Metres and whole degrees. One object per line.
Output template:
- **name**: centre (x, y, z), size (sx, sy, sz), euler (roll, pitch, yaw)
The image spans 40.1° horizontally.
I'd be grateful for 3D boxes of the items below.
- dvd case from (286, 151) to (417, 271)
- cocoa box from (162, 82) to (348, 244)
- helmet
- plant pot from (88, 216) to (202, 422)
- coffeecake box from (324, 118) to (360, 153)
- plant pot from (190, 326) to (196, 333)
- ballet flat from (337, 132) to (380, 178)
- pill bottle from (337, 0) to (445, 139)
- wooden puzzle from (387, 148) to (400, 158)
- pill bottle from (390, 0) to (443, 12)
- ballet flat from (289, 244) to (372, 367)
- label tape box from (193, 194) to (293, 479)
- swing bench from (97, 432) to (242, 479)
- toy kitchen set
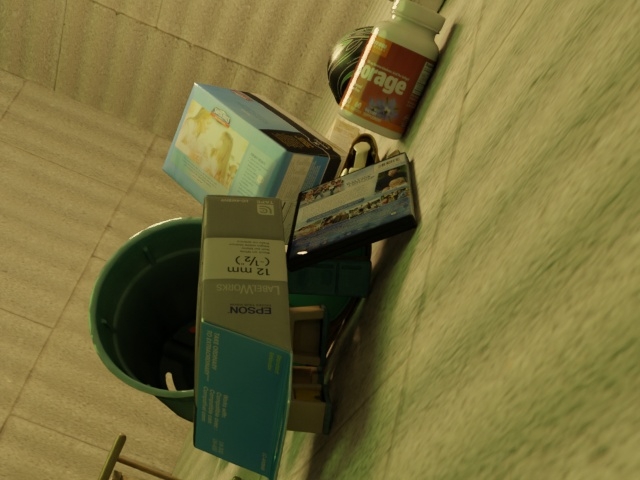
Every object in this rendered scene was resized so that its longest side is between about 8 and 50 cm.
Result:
- **dvd case**: centre (0.044, -0.046, 1.237), size (0.181, 0.022, 0.253), euler (-21, 22, 12)
- **cocoa box**: centre (-0.141, -0.168, 1.942), size (0.347, 0.228, 0.231), euler (39, 114, 35)
- **helmet**: centre (0.098, -0.340, 1.720), size (0.161, 0.170, 0.169), euler (95, -172, -46)
- **plant pot**: centre (-0.224, 0.186, 1.659), size (0.334, 0.341, 0.341), euler (83, -157, -61)
- **coffeecake box**: centre (0.020, -0.173, 2.090), size (0.142, 0.068, 0.185), euler (125, 166, -56)
- **plant pot**: centre (-0.272, 0.231, 2.280), size (0.203, 0.291, 0.290), euler (80, -150, -73)
- **ballet flat**: centre (0.058, -0.112, 1.522), size (0.232, 0.080, 0.073), euler (-76, -8, -53)
- **pill bottle**: centre (0.122, -0.288, 1.463), size (0.121, 0.121, 0.216), euler (-97, 30, -76)
- **wooden puzzle**: centre (0.108, -0.114, 1.465), size (0.116, 0.014, 0.078), euler (139, 153, -74)
- **pill bottle**: centre (0.137, -0.528, 1.668), size (0.131, 0.229, 0.131), euler (-157, 90, -83)
- **ballet flat**: centre (-0.008, 0.115, 1.338), size (0.342, 0.116, 0.124), euler (-70, -13, 13)
- **label tape box**: centre (-0.107, 0.144, 1.122), size (0.347, 0.115, 0.249), euler (-94, 11, -48)
- **swing bench**: centre (-0.318, 0.536, 1.640), size (0.165, 0.253, 0.254), euler (124, 167, -59)
- **toy kitchen set**: centre (0.008, 0.133, 1.175), size (0.166, 0.122, 0.207), euler (-113, 26, -80)
